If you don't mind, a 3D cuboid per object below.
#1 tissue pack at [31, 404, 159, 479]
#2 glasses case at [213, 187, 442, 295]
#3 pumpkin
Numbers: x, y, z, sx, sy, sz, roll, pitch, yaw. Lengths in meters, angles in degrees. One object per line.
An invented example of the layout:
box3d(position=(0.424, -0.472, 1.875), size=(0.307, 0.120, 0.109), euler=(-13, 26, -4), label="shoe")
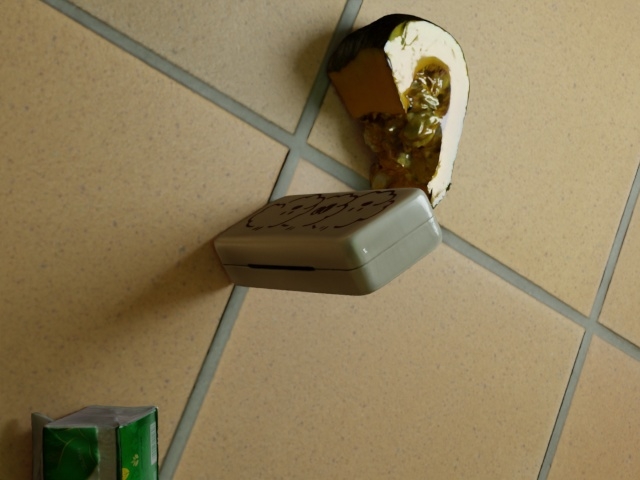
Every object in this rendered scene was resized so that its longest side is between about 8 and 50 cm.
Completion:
box3d(position=(-0.287, 0.315, 1.334), size=(0.156, 0.148, 0.209), euler=(0, 92, 7), label="tissue pack")
box3d(position=(0.000, 0.000, 1.396), size=(0.144, 0.336, 0.076), euler=(-35, 108, -29), label="glasses case")
box3d(position=(0.103, -0.189, 1.581), size=(0.190, 0.139, 0.280), euler=(23, 75, -35), label="pumpkin")
